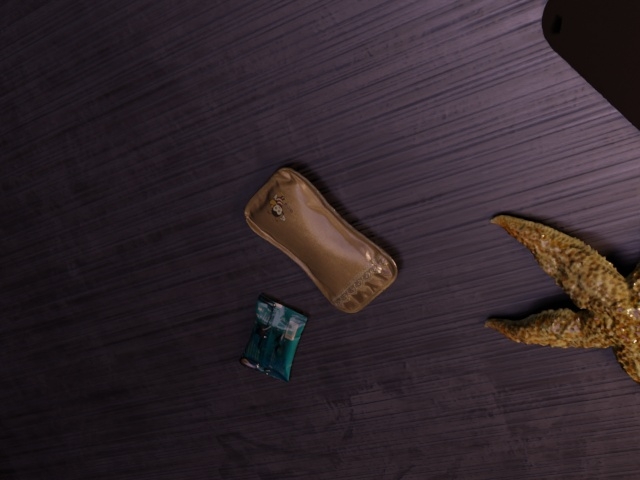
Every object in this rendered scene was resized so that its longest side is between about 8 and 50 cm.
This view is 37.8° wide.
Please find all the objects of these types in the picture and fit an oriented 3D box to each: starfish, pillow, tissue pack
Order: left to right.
[{"bbox_3d":[-0.073,0.150,1.391,0.085,0.028,0.138,25,128,12],"label":"tissue pack"},{"bbox_3d":[0.000,0.000,1.266,0.217,0.033,0.130,45,128,-2],"label":"pillow"},{"bbox_3d":[0.362,0.099,1.119,0.358,0.078,0.347,-23,107,34],"label":"starfish"}]

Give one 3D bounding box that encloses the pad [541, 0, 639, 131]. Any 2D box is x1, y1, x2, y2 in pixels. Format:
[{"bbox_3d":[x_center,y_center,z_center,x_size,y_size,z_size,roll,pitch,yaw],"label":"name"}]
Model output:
[{"bbox_3d":[0.435,-0.201,0.914,0.375,0.063,0.315,46,141,8],"label":"pad"}]
